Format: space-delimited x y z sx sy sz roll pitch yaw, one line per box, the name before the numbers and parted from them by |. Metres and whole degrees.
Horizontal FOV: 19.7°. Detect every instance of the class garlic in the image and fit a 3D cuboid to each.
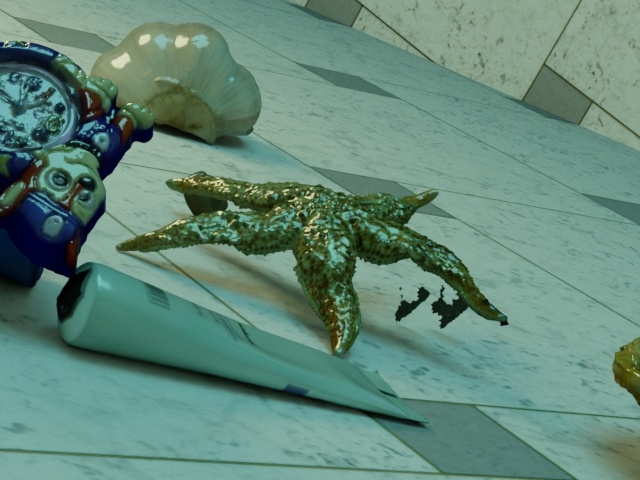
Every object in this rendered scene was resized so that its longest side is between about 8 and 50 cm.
garlic | -0.188 -0.221 2.432 0.229 0.142 0.178 6 17 -14

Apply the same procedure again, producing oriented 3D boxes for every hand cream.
hand cream | -0.064 0.087 1.504 0.321 0.067 0.109 17 11 -27

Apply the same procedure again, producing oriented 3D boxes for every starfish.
starfish | -0.011 0.000 1.768 0.358 0.078 0.347 -1 32 -19

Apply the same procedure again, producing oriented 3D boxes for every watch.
watch | -0.251 -0.049 1.525 0.171 0.200 0.196 26 57 -2

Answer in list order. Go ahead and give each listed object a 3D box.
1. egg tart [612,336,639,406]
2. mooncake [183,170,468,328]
egg tart | 0.385 0.172 1.610 0.288 0.118 0.288 18 11 -3
mooncake | -0.007 0.010 1.885 0.347 0.057 0.150 33 -24 14
